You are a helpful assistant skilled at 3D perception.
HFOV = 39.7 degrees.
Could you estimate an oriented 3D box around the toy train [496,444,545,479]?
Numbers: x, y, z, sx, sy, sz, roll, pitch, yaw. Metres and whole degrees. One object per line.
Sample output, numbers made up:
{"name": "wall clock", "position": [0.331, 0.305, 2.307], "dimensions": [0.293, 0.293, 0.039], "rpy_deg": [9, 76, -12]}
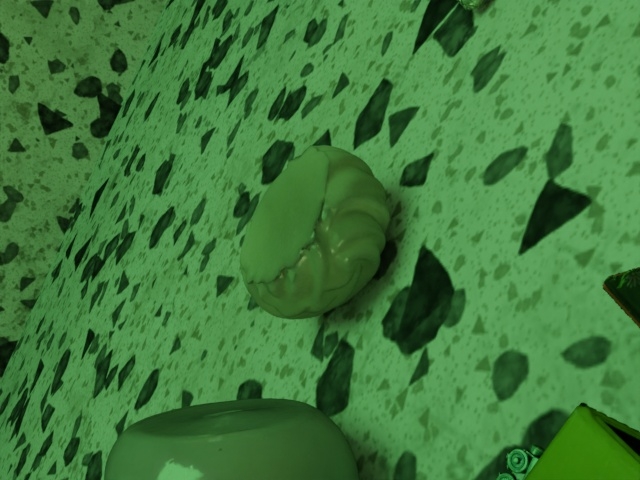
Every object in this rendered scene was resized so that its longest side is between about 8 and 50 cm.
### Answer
{"name": "toy train", "position": [0.129, 0.178, 0.572], "dimensions": [0.045, 0.029, 0.092], "rpy_deg": [24, 92, 49]}

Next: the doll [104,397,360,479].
{"name": "doll", "position": [-0.077, 0.246, 0.745], "dimensions": [0.251, 0.221, 0.221], "rpy_deg": [-11, 56, 41]}

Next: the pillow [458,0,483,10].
{"name": "pillow", "position": [0.150, -0.334, 0.983], "dimensions": [0.128, 0.050, 0.229], "rpy_deg": [-60, 27, 14]}

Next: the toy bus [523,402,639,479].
{"name": "toy bus", "position": [0.115, 0.222, 0.411], "dimensions": [0.262, 0.150, 0.128], "rpy_deg": [-58, 27, 9]}

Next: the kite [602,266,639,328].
{"name": "kite", "position": [0.263, 0.043, 0.449], "dimensions": [0.321, 0.016, 0.234], "rpy_deg": [-24, 44, 54]}

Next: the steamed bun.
{"name": "steamed bun", "position": [0.000, 0.000, 0.896], "dimensions": [0.183, 0.106, 0.183], "rpy_deg": [-39, 38, 38]}
